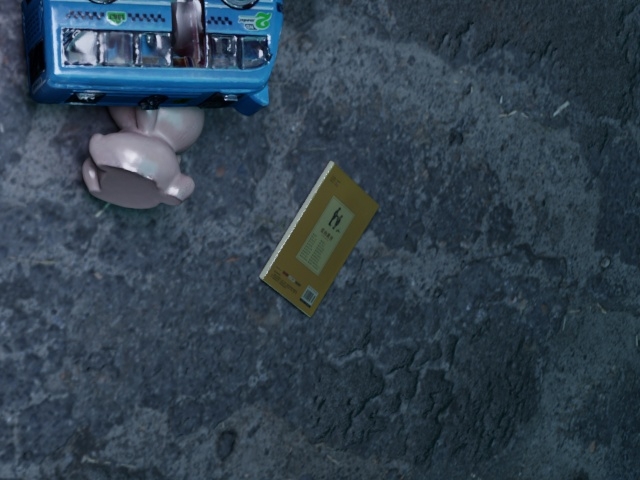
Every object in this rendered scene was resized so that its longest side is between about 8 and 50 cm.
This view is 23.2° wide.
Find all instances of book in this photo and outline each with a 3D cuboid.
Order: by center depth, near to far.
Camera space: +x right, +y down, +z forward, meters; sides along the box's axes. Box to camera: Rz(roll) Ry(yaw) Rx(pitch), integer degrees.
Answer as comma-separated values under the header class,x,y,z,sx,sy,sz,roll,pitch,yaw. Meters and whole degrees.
class,x,y,z,sx,sy,sz,roll,pitch,yaw
book,0.000,0.000,1.947,0.172,0.012,0.118,-58,139,-9

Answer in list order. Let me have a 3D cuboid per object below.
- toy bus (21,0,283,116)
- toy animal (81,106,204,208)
class,x,y,z,sx,sy,sz,roll,pitch,yaw
toy bus,-0.163,-0.195,1.528,0.246,0.113,0.134,0,83,-23
toy animal,-0.170,-0.137,1.644,0.124,0.124,0.212,52,51,-46
